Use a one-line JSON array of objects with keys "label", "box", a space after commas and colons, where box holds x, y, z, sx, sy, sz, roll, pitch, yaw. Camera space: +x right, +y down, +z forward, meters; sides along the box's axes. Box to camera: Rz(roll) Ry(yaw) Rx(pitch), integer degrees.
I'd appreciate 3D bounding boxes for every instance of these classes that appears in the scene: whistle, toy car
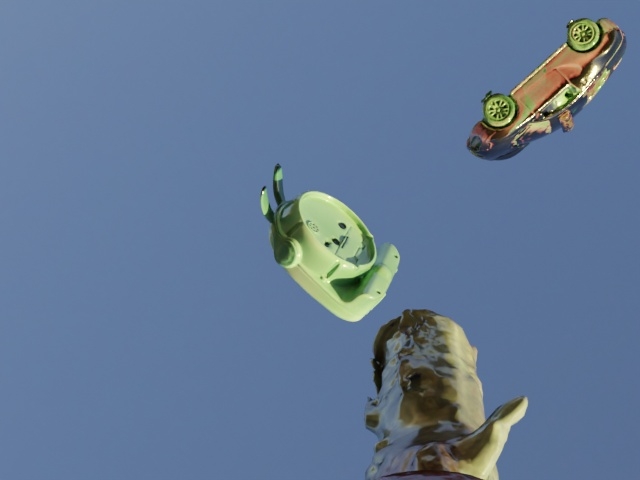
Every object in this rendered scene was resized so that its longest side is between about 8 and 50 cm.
[{"label": "whistle", "box": [0.048, 0.139, 0.667, 0.134, 0.142, 0.346, 14, -152, -5]}, {"label": "toy car", "box": [0.170, -0.107, 1.071, 0.142, 0.069, 0.055, -42, -106, 0]}]

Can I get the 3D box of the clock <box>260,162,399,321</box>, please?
[{"label": "clock", "box": [0.000, 0.000, 1.189, 0.041, 0.135, 0.101, -46, -172, 29]}]
